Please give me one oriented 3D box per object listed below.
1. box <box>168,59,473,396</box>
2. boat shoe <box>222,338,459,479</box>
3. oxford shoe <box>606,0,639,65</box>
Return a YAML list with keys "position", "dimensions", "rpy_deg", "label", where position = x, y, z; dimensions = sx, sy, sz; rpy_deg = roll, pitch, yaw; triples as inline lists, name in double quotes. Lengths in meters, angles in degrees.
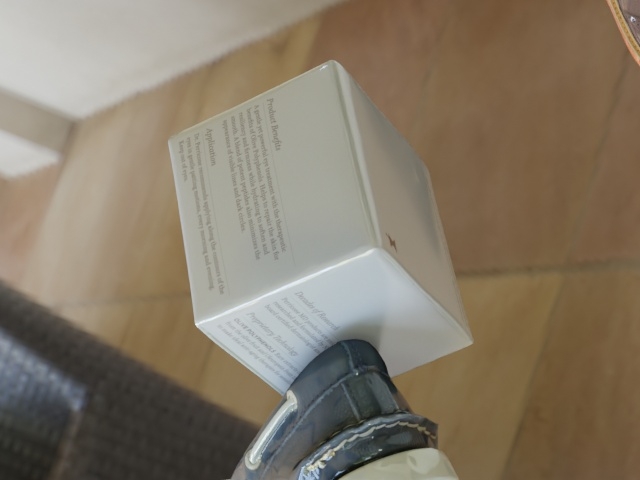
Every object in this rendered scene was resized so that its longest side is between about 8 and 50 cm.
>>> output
- position: [0.000, 0.000, 0.739]
  dimensions: [0.087, 0.102, 0.101]
  rpy_deg: [-24, 54, 18]
  label: "box"
- position: [-0.013, 0.131, 0.782]
  dimensions: [0.254, 0.095, 0.079]
  rpy_deg: [112, 141, -57]
  label: "boat shoe"
- position: [0.272, -0.197, 1.309]
  dimensions: [0.097, 0.271, 0.098]
  rpy_deg: [-39, -10, -18]
  label: "oxford shoe"
